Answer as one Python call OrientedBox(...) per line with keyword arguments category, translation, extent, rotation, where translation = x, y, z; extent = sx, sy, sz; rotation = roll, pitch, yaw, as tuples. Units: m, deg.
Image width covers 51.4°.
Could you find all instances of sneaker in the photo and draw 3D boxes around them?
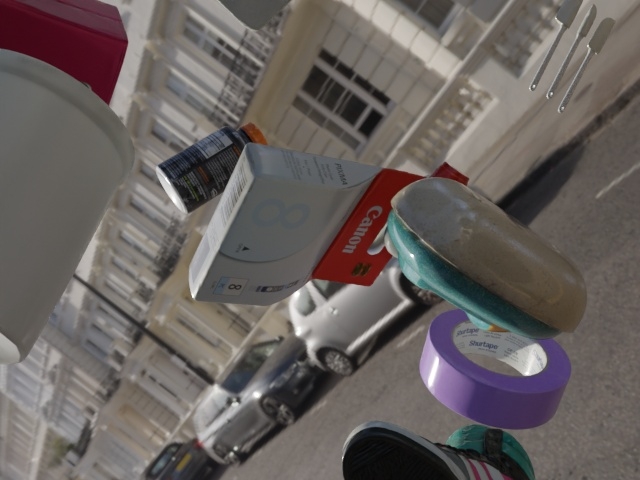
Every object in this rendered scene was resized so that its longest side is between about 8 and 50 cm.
OrientedBox(category="sneaker", translation=(0.144, 0.255, 0.720), extent=(0.124, 0.295, 0.178), rotation=(-43, 14, 18))

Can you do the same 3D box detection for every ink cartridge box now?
OrientedBox(category="ink cartridge box", translation=(0.000, 0.000, 1.160), extent=(0.308, 0.385, 0.091), rotation=(-58, 35, 39))

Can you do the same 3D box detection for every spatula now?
OrientedBox(category="spatula", translation=(0.569, -0.429, 1.523), extent=(0.019, 0.168, 0.241), rotation=(39, 105, 52))

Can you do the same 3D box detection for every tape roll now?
OrientedBox(category="tape roll", translation=(0.338, 0.242, 1.300), extent=(0.275, 0.275, 0.090), rotation=(-52, -26, -60))

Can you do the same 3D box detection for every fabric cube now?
OrientedBox(category="fabric cube", translation=(-0.573, -0.381, 1.382), extent=(0.254, 0.258, 0.259), rotation=(-62, 34, 23))

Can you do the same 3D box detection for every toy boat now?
OrientedBox(category="toy boat", translation=(0.170, 0.015, 0.806), extent=(0.148, 0.268, 0.318), rotation=(-55, 23, 14))

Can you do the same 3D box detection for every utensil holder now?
OrientedBox(category="utensil holder", translation=(-0.520, -0.046, 1.036), extent=(0.327, 0.328, 0.385), rotation=(127, 163, -58))

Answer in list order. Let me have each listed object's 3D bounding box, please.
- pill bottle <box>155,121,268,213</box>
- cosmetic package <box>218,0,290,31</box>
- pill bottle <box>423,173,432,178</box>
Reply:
OrientedBox(category="pill bottle", translation=(-0.238, -0.175, 1.518), extent=(0.246, 0.130, 0.130), rotation=(-34, -6, -16))
OrientedBox(category="cosmetic package", translation=(-0.069, -0.600, 0.955), extent=(0.394, 0.329, 0.327), rotation=(-35, 33, 30))
OrientedBox(category="pill bottle", translation=(0.247, -0.069, 1.443), extent=(0.078, 0.078, 0.137), rotation=(-52, -38, -46))
